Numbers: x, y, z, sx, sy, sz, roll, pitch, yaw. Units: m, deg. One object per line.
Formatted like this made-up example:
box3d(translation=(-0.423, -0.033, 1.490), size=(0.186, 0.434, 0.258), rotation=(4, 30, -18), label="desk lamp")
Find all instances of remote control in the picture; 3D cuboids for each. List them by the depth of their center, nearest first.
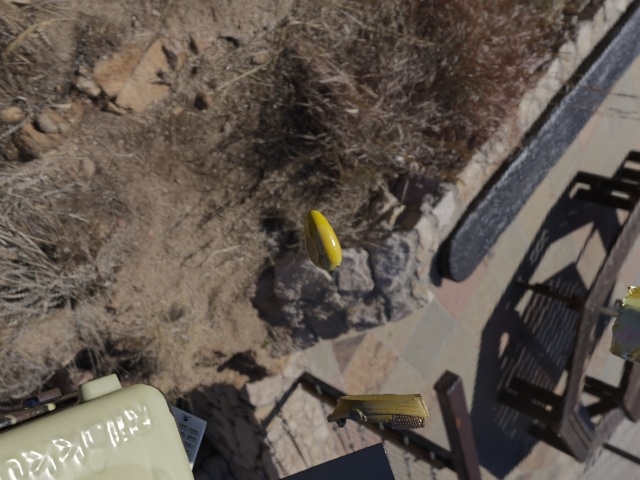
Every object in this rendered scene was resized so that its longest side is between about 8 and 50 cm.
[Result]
box3d(translation=(-0.328, 0.480, 1.387), size=(0.103, 0.277, 0.055), rotation=(29, 120, -11), label="remote control")

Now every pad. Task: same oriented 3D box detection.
box3d(translation=(0.040, 0.563, 1.428), size=(0.265, 0.159, 0.009), rotation=(-20, 153, 2), label="pad")

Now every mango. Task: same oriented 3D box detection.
box3d(translation=(0.000, 0.000, 1.644), size=(0.076, 0.103, 0.161), rotation=(-21, 92, -25), label="mango")

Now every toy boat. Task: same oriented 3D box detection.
box3d(translation=(0.083, 0.253, 0.952), size=(0.047, 0.149, 0.049), rotation=(1, 86, -82), label="toy boat")

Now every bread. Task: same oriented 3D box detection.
box3d(translation=(0.641, 0.168, 1.200), size=(0.260, 0.156, 0.158), rotation=(0, 106, -14), label="bread")

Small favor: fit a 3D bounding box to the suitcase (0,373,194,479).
box3d(translation=(-0.236, 0.310, 0.553), size=(0.351, 0.194, 0.339), rotation=(-9, 81, -61), label="suitcase")
